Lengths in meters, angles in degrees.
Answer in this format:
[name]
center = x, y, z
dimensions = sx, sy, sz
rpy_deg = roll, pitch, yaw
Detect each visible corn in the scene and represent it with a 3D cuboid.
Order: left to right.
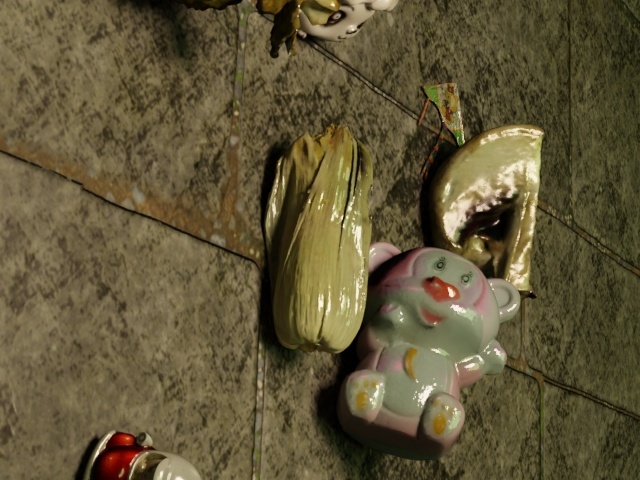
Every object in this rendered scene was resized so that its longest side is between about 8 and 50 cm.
[corn]
center = 0.001, -0.001, 1.765
dimensions = 0.122, 0.123, 0.305
rpy_deg = 22, 65, -54

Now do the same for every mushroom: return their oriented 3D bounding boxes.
[mushroom]
center = 0.272, -0.032, 2.232
dimensions = 0.217, 0.212, 0.292
rpy_deg = 130, -43, -78

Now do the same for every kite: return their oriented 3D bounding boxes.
[kite]
center = 0.209, -0.184, 2.260
dimensions = 0.198, 0.006, 0.244
rpy_deg = 57, 39, -37

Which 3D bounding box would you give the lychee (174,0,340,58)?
[lychee]
center = -0.105, -0.394, 1.544
dimensions = 0.270, 0.270, 0.320
rpy_deg = 10, 40, -58

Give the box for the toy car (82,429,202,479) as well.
[toy car]
center = -0.177, 0.273, 1.423
dimensions = 0.139, 0.112, 0.112
rpy_deg = 48, 45, -43

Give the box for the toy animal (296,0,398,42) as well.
[toy animal]
center = 0.029, -0.388, 1.862
dimensions = 0.208, 0.156, 0.204
rpy_deg = -4, 84, -55

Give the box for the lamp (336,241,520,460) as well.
[lamp]
center = 0.144, 0.165, 1.918
dimensions = 0.247, 0.247, 0.301
rpy_deg = 90, 16, -64
